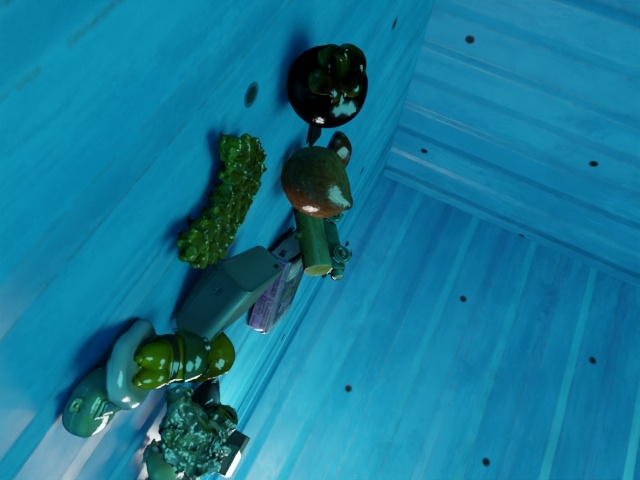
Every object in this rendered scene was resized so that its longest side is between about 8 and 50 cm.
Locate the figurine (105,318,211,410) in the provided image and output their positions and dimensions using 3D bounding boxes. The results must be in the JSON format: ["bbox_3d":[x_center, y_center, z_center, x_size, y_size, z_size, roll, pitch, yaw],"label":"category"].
[{"bbox_3d":[-0.290,0.237,0.834,0.250,0.141,0.166,149,-55,-85],"label":"figurine"}]

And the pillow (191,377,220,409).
[{"bbox_3d":[-0.388,0.559,1.436,0.186,0.106,0.249,-56,163,-42],"label":"pillow"}]

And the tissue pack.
[{"bbox_3d":[-0.146,0.151,1.662,0.259,0.122,0.361,-46,162,-56],"label":"tissue pack"}]

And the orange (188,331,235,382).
[{"bbox_3d":[-0.295,0.288,1.114,0.156,0.157,0.134,-16,100,-77],"label":"orange"}]

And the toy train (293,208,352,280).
[{"bbox_3d":[-0.004,0.004,1.559,0.126,0.190,0.307,117,-33,-58],"label":"toy train"}]

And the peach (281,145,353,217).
[{"bbox_3d":[0.002,-0.166,1.299,0.232,0.233,0.232,-61,170,-19],"label":"peach"}]

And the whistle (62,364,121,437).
[{"bbox_3d":[-0.398,0.301,0.839,0.258,0.067,0.126,87,26,-76],"label":"whistle"}]

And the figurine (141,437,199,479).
[{"bbox_3d":[-0.447,0.735,1.282,0.274,0.227,0.394,-103,-160,-61],"label":"figurine"}]

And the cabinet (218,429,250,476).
[{"bbox_3d":[-0.383,0.726,1.583,0.145,0.206,0.150,-60,170,-25],"label":"cabinet"}]

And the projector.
[{"bbox_3d":[-0.222,0.128,1.092,0.198,0.108,0.250,-48,177,18],"label":"projector"}]

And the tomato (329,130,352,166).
[{"bbox_3d":[0.074,-0.326,1.696,0.166,0.082,0.174,-62,172,-11],"label":"tomato"}]

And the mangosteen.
[{"bbox_3d":[0.028,-0.360,1.000,0.194,0.194,0.230,-61,-162,-20],"label":"mangosteen"}]

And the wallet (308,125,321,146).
[{"bbox_3d":[-0.009,-0.366,1.340,0.082,0.018,0.156,-57,167,-41],"label":"wallet"}]

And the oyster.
[{"bbox_3d":[-0.339,0.514,1.222,0.238,0.115,0.351,-97,169,-50],"label":"oyster"}]

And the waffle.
[{"bbox_3d":[-0.199,-0.084,0.918,0.292,0.069,0.260,-64,175,2],"label":"waffle"}]
